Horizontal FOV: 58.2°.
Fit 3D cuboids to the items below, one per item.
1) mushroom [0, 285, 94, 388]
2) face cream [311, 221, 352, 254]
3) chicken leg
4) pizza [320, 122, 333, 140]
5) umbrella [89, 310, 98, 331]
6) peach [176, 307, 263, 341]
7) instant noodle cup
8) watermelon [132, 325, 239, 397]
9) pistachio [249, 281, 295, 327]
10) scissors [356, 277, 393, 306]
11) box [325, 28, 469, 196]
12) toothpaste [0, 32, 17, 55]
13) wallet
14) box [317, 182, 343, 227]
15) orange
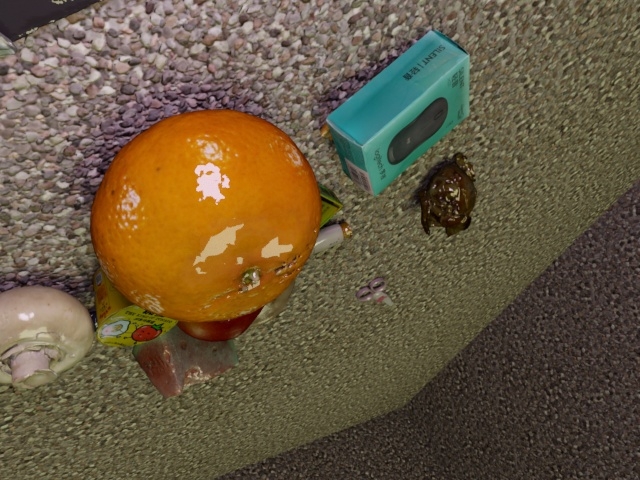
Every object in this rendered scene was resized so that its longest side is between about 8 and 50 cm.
[{"bbox_3d":[-0.593,0.208,1.175,0.246,0.202,0.246,-16,137,-15],"label":"mushroom"},{"bbox_3d":[0.000,0.000,1.582,0.182,0.051,0.072,-22,145,-20],"label":"face cream"},{"bbox_3d":[0.391,-0.086,1.744,0.212,0.140,0.361,-36,148,-10],"label":"chicken leg"},{"bbox_3d":[0.071,-0.262,1.270,0.160,0.035,0.099,-31,151,-3],"label":"pizza"},{"bbox_3d":[-0.507,0.189,1.373,0.248,0.070,0.070,-11,145,-26],"label":"umbrella"},{"bbox_3d":[-0.234,0.129,1.370,0.244,0.199,0.243,-4,101,-23],"label":"peach"},{"bbox_3d":[-0.419,0.128,1.273,0.182,0.144,0.182,-22,151,-13],"label":"instant noodle cup"},{"bbox_3d":[-0.369,0.319,1.560,0.148,0.226,0.318,-16,147,28],"label":"watermelon"},{"bbox_3d":[-0.157,0.131,1.546,0.237,0.153,0.137,-55,170,-25],"label":"pistachio"},{"bbox_3d":[0.217,0.205,2.123,0.118,0.030,0.242,-37,148,9],"label":"scissors"},{"bbox_3d":[0.176,-0.266,1.229,0.311,0.118,0.205,-41,154,-9],"label":"box"},{"bbox_3d":[-0.486,-0.296,0.667,0.069,0.047,0.268,-31,152,11],"label":"toothpaste"},{"bbox_3d":[-0.339,-0.354,0.743,0.244,0.025,0.124,-27,149,-4],"label":"wallet"},{"bbox_3d":[-0.060,-0.083,1.388,0.141,0.064,0.220,-41,148,17],"label":"box"},{"bbox_3d":[-0.199,-0.031,1.062,0.424,0.326,0.423,-26,151,-16],"label":"orange"}]
